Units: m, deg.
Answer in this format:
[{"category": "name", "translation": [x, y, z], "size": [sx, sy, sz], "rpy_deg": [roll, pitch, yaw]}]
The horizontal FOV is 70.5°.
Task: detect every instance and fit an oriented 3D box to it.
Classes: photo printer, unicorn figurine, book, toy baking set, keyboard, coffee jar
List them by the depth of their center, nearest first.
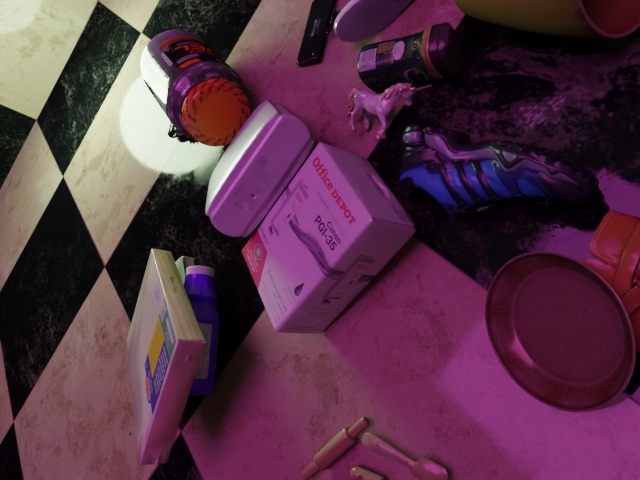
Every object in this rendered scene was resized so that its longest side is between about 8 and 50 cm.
[{"category": "toy baking set", "translation": [0.076, 0.387, 0.707], "size": [0.256, 0.030, 0.197], "rpy_deg": [-52, 53, 14]}, {"category": "coffee jar", "translation": [0.167, -0.332, 0.832], "size": [0.184, 0.096, 0.079], "rpy_deg": [2, 79, 39]}, {"category": "unicorn figurine", "translation": [0.112, -0.250, 0.857], "size": [0.162, 0.060, 0.111], "rpy_deg": [21, 123, 23]}, {"category": "photo printer", "translation": [-0.136, -0.168, 0.951], "size": [0.256, 0.107, 0.307], "rpy_deg": [-52, 22, 12]}, {"category": "keyboard", "translation": [0.003, -0.504, 1.075], "size": [0.108, 0.023, 0.180], "rpy_deg": [5, 79, 47]}, {"category": "book", "translation": [-0.353, 0.126, 1.145], "size": [0.096, 0.035, 0.144], "rpy_deg": [-34, 58, 31]}]

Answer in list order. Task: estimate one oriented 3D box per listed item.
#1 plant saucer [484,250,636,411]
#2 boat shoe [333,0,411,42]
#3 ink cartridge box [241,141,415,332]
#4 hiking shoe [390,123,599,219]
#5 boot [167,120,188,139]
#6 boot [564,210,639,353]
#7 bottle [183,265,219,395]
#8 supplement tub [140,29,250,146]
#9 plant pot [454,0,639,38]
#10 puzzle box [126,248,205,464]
[{"category": "plant saucer", "translation": [0.298, 0.110, 0.570], "size": [0.198, 0.036, 0.199], "rpy_deg": [22, 115, 59]}, {"category": "boat shoe", "translation": [0.134, -0.516, 0.935], "size": [0.258, 0.095, 0.084], "rpy_deg": [-30, 53, 16]}, {"category": "ink cartridge box", "translation": [0.000, 0.000, 0.811], "size": [0.283, 0.117, 0.207], "rpy_deg": [-51, 49, 27]}, {"category": "hiking shoe", "translation": [0.252, -0.089, 0.691], "size": [0.304, 0.113, 0.132], "rpy_deg": [27, 114, 42]}, {"category": "boot", "translation": [-0.410, -0.358, 1.344], "size": [0.099, 0.045, 0.121], "rpy_deg": [6, 86, 43]}, {"category": "boot", "translation": [0.439, 0.011, 0.503], "size": [0.220, 0.109, 0.283], "rpy_deg": [36, 106, 45]}, {"category": "bottle", "translation": [-0.282, 0.200, 1.015], "size": [0.118, 0.092, 0.283], "rpy_deg": [-17, 65, 43]}, {"category": "supplement tub", "translation": [-0.325, -0.396, 1.180], "size": [0.207, 0.207, 0.338], "rpy_deg": [-51, 51, 14]}, {"category": "plant pot", "translation": [0.326, -0.412, 0.669], "size": [0.254, 0.237, 0.237], "rpy_deg": [27, 93, 57]}, {"category": "puzzle box", "translation": [-0.348, 0.220, 0.971], "size": [0.409, 0.052, 0.272], "rpy_deg": [43, 116, 55]}]
